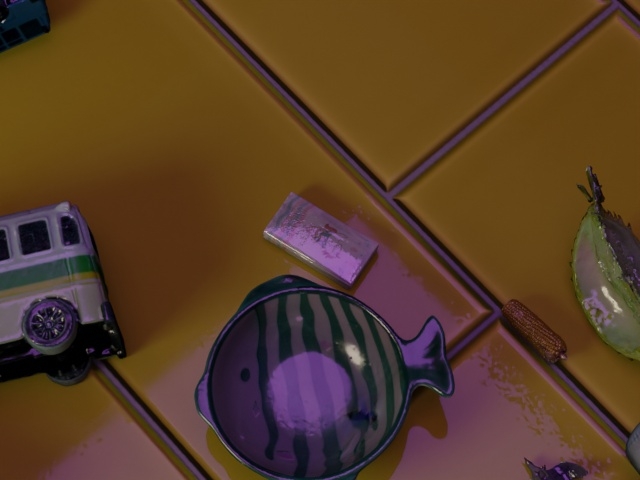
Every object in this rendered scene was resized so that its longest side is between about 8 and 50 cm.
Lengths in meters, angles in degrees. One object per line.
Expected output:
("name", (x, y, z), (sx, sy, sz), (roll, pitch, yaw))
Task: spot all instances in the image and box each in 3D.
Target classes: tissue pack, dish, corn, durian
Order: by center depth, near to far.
("dish", (0.003, 0.144, 1.802), (0.246, 0.078, 0.224), (-10, 69, -2))
("durian", (0.299, 0.034, 1.826), (0.086, 0.100, 0.215), (-24, 77, -11))
("corn", (0.213, 0.092, 1.845), (0.028, 0.027, 0.083), (-40, 70, -20))
("tissue pack", (0.000, 0.000, 1.887), (0.108, 0.023, 0.056), (30, 72, 11))

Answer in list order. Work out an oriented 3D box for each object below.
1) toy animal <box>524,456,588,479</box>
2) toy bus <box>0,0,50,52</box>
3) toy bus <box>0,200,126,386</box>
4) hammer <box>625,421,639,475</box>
("toy animal", (0.211, 0.228, 1.791), (0.084, 0.028, 0.050), (-28, 79, -10))
("toy bus", (-0.375, -0.237, 1.945), (0.184, 0.106, 0.090), (-23, 66, -2))
("toy bus", (-0.340, 0.067, 1.812), (0.276, 0.134, 0.165), (-12, 70, -5))
("hammer", (0.392, 0.184, 1.791), (0.194, 0.069, 0.116), (-33, 71, -20))
